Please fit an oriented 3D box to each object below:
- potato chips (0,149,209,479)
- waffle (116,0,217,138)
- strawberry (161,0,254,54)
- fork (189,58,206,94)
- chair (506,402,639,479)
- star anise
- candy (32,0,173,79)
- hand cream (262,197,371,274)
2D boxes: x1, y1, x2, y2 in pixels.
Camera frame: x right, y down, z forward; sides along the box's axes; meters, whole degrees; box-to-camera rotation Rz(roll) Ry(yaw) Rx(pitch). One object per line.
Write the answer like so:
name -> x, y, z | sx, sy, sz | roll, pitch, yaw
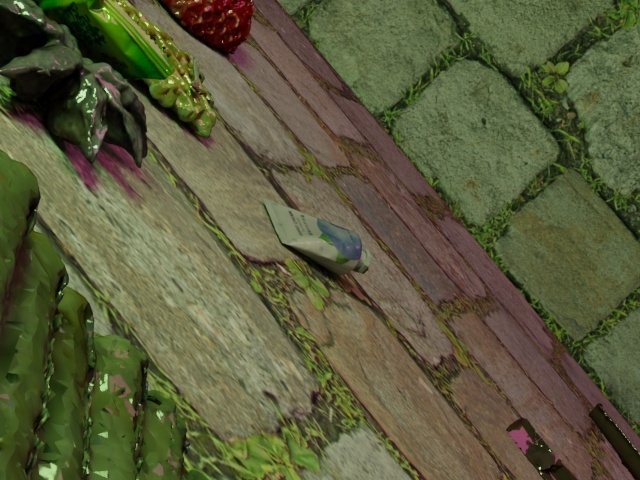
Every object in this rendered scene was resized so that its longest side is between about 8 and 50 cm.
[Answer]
potato chips -> -0.070, 0.162, 0.474 | 0.358, 0.070, 0.429 | 58, 9, -36
waffle -> -0.182, -0.196, 1.361 | 0.183, 0.036, 0.169 | 42, 17, -34
strawberry -> -0.162, -0.372, 1.811 | 0.190, 0.111, 0.236 | 51, 12, -6
fork -> -0.138, -0.182, 1.375 | 0.016, 0.012, 0.115 | 51, 10, -26
chair -> 0.266, 0.312, 1.071 | 0.183, 0.175, 0.326 | 16, 31, -55
star anise -> -0.206, -0.130, 0.998 | 0.204, 0.061, 0.180 | 46, 12, -20
candy -> -0.200, -0.176, 1.074 | 0.178, 0.032, 0.102 | 9, -40, 56
hand cream -> 0.000, 0.000, 1.401 | 0.142, 0.053, 0.084 | 28, 23, -36
